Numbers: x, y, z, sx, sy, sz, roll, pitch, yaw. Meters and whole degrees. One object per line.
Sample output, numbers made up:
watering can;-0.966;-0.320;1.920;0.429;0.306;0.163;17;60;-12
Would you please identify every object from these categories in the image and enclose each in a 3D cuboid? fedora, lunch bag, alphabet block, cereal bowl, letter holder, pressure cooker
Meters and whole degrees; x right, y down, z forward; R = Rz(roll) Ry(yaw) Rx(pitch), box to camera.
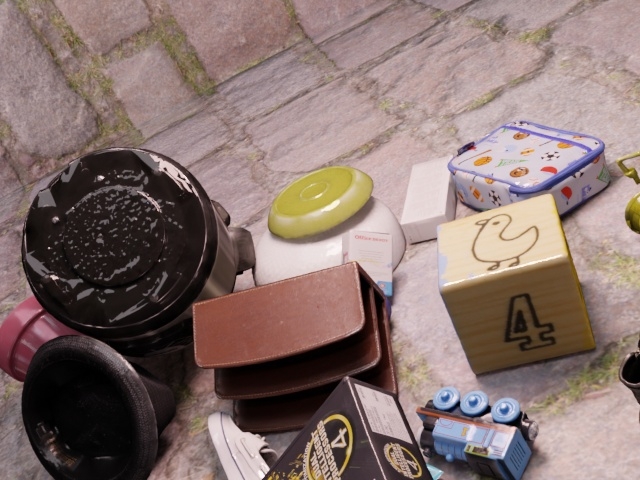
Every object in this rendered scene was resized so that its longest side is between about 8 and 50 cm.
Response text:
fedora;-0.382;0.304;1.463;0.334;0.333;0.152;-6;4;33
lunch bag;0.420;-0.150;1.653;0.243;0.115;0.303;-32;30;-15
alphabet block;0.309;0.070;1.297;0.197;0.193;0.192;-17;32;17
cereal bowl;0.000;0.000;1.718;0.339;0.141;0.339;-19;29;11
letter holder;-0.043;0.190;1.350;0.302;0.152;0.214;-15;61;17
pressure cooker;-0.350;0.037;1.622;0.375;0.370;0.420;-57;-8;-10

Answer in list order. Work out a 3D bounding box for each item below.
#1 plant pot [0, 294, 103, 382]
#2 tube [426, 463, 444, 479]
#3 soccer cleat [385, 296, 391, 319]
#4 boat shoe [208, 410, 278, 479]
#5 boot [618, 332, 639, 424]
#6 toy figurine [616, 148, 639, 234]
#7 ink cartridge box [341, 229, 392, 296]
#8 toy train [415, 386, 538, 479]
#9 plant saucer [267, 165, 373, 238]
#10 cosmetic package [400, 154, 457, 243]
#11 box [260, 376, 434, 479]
plant pot;-0.555;0.236;1.720;0.180;0.201;0.201;30;56;23
tube;0.086;0.327;1.213;0.080;0.052;0.207;-47;40;-16
soccer cleat;0.001;0.177;1.509;0.289;0.093;0.121;-25;-2;12
boat shoe;-0.107;0.356;1.286;0.084;0.095;0.258;-27;39;-9
boot;0.478;0.147;1.063;0.083;0.161;0.246;7;43;45
toy figurine;0.682;-0.086;1.267;0.363;0.191;0.217;-23;34;8
ink cartridge box;0.089;0.047;1.557;0.089;0.122;0.052;6;-13;-17
toy train;0.217;0.274;1.158;0.184;0.080;0.105;3;46;42
plant saucer;-0.008;-0.090;1.687;0.241;0.037;0.241;-20;28;12
cosmetic package;0.241;-0.091;1.751;0.099;0.060;0.239;-15;31;24
box;0.023;0.398;0.901;0.318;0.097;0.395;-55;30;21
